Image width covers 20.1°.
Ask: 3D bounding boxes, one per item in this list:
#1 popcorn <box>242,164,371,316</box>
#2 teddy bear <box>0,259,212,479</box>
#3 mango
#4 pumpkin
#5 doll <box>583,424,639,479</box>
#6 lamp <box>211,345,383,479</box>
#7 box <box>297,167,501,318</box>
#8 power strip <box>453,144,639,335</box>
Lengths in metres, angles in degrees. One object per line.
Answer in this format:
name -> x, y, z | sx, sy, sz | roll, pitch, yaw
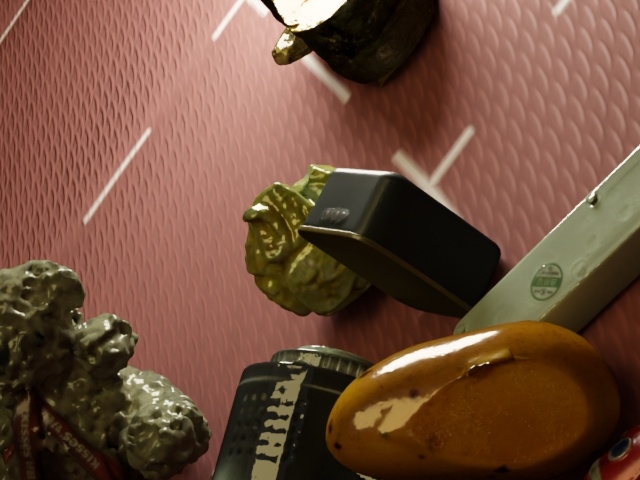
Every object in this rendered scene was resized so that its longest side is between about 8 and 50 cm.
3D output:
popcorn -> -0.001, -0.001, 2.165 | 0.187, 0.167, 0.185 | -36, -3, -24
teddy bear -> -0.357, 0.197, 2.314 | 0.357, 0.367, 0.224 | -36, 17, 29
mango -> 0.144, 0.165, 1.764 | 0.191, 0.290, 0.160 | -164, 66, -82
pumpkin -> 0.016, -0.319, 2.391 | 0.222, 0.139, 0.317 | -54, 35, 7
doll -> 0.313, 0.189, 1.665 | 0.245, 0.076, 0.142 | -52, 12, 23
lamp -> -0.020, 0.254, 1.947 | 0.374, 0.205, 0.272 | -20, 53, 27
box -> 0.092, 0.001, 1.996 | 0.144, 0.201, 0.090 | 7, 68, 56
power strip -> 0.276, 0.020, 1.856 | 0.385, 0.062, 0.091 | -46, 36, 21
